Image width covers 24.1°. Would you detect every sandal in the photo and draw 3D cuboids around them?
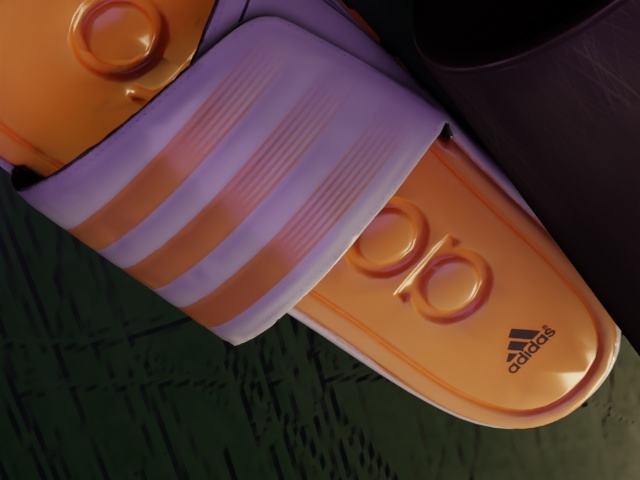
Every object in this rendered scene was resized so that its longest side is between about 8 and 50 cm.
[{"bbox_3d":[0.007,-0.008,0.442,0.265,0.076,0.102,32,105,-27],"label":"sandal"}]

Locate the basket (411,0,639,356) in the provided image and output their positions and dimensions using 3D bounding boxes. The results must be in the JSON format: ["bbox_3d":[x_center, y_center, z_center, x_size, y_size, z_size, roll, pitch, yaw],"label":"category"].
[{"bbox_3d":[0.147,-0.025,0.431,0.227,0.154,0.204,39,86,-24],"label":"basket"}]
